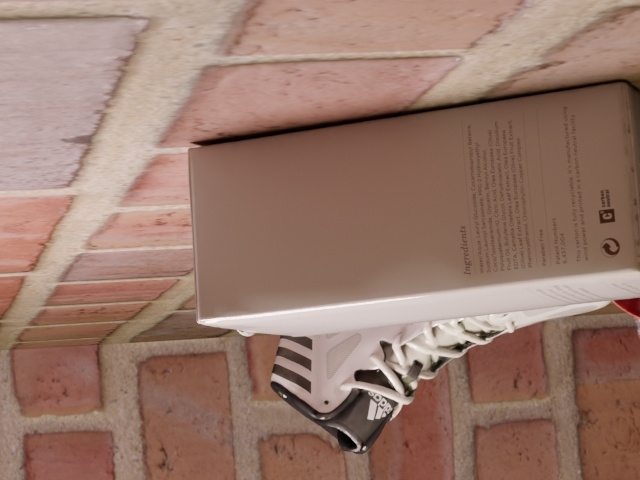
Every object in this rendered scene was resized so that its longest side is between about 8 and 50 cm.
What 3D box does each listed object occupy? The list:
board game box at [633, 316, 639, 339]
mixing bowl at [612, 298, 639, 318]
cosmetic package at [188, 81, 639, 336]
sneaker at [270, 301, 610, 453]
[{"bbox_3d":[0.530,0.104,2.190,0.291,0.232,0.141,-28,158,32],"label":"board game box"},{"bbox_3d":[0.342,-0.017,1.776,0.181,0.098,0.181,2,133,2],"label":"mixing bowl"},{"bbox_3d":[0.097,-0.015,1.545,0.366,0.155,0.197,-6,172,21],"label":"cosmetic package"},{"bbox_3d":[0.133,0.127,2.179,0.448,0.257,0.169,-9,142,38],"label":"sneaker"}]
